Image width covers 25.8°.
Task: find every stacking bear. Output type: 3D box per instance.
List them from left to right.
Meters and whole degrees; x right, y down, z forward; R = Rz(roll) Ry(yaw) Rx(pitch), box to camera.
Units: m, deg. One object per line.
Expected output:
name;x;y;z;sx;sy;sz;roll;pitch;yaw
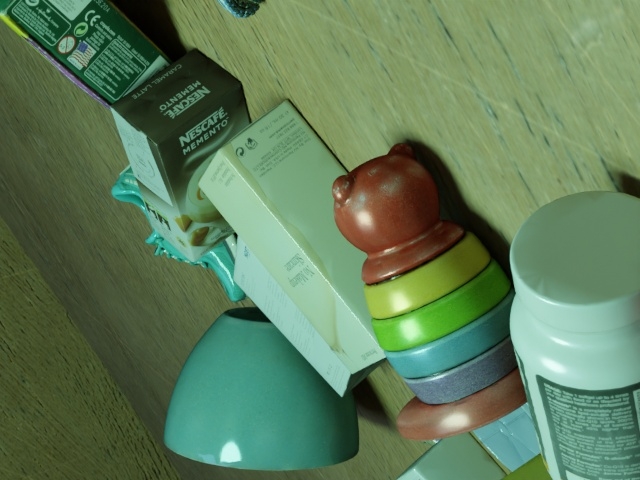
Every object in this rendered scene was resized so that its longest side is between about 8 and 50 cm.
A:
stacking bear;0.111;0.044;1.465;0.289;0.175;0.164;62;161;-8

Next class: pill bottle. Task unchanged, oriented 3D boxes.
pill bottle;0.252;0.099;1.218;0.162;0.162;0.278;34;154;41

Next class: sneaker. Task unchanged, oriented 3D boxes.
sneaker;-0.209;-0.007;2.144;0.275;0.110;0.107;49;161;5
sneaker;-0.119;-0.299;1.508;0.135;0.052;0.058;60;163;-22

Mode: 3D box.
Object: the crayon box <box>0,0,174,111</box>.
crayon box;-0.358;-0.312;1.768;0.313;0.106;0.363;41;179;29

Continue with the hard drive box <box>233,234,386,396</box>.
hard drive box;-0.009;0.076;1.873;0.232;0.089;0.181;46;160;13

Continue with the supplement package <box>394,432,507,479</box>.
supplement package;0.194;0.357;1.868;0.179;0.105;0.105;49;145;8

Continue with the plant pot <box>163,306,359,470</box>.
plant pot;-0.081;0.204;2.062;0.290;0.290;0.195;15;102;60

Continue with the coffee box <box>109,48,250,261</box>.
coffee box;-0.164;-0.106;1.817;0.098;0.141;0.246;40;158;31

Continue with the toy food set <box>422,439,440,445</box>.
toy food set;0.176;0.299;1.966;0.078;0.019;0.122;51;161;1

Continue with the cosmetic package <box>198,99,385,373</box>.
cosmetic package;0.000;0.000;1.685;0.309;0.113;0.160;51;161;3

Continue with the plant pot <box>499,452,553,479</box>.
plant pot;0.291;0.334;1.523;0.212;0.212;0.187;62;172;-28

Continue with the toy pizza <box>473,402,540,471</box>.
toy pizza;0.229;0.215;1.677;0.201;0.032;0.201;45;160;21
